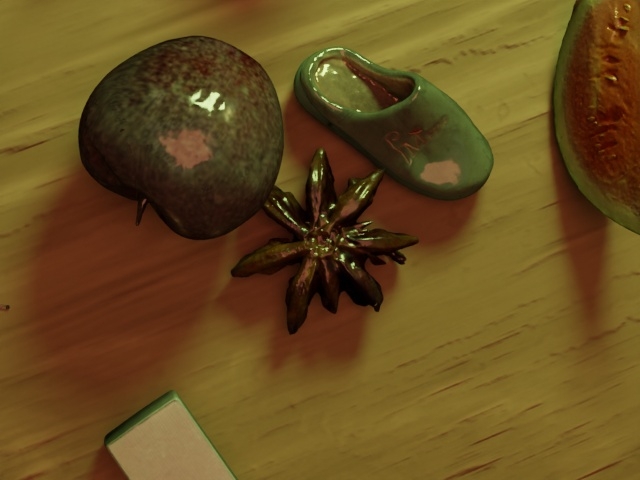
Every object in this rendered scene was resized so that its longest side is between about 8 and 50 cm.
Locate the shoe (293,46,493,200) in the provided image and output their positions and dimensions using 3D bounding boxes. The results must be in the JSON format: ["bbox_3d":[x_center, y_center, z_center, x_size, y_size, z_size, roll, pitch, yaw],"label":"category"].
[{"bbox_3d":[0.069,-0.108,1.237,0.195,0.078,0.079,31,69,-3],"label":"shoe"}]

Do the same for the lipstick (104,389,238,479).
[{"bbox_3d":[-0.051,0.302,1.217,0.080,0.076,0.371,-35,95,-7],"label":"lipstick"}]

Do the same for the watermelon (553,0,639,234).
[{"bbox_3d":[0.260,-0.126,1.253,0.063,0.119,0.245,3,89,-21],"label":"watermelon"}]

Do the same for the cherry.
[{"bbox_3d":[-0.107,-0.087,1.180,0.176,0.140,0.176,1,76,-4],"label":"cherry"}]

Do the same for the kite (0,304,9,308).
[{"bbox_3d":[-0.310,0.058,1.214,0.078,0.002,0.044,28,85,-8],"label":"kite"}]

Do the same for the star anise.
[{"bbox_3d":[0.000,0.001,1.239,0.168,0.057,0.168,0,89,-11],"label":"star anise"}]
